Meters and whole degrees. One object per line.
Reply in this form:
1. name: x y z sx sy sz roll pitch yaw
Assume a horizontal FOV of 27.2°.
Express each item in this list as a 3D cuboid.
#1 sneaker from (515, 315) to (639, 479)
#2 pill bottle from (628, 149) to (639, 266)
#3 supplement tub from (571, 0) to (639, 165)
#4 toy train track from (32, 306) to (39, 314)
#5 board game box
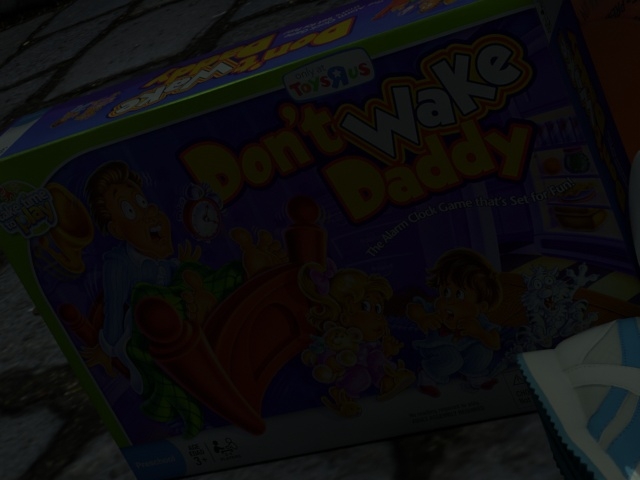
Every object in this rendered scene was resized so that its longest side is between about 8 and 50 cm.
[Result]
1. sneaker: 0.156 0.095 0.570 0.092 0.087 0.228 -23 24 2
2. pill bottle: 0.250 -0.019 0.627 0.187 0.112 0.112 -10 22 -4
3. supplement tub: 0.167 -0.139 0.930 0.194 0.193 0.316 -23 23 7
4. toy train track: -0.220 0.047 1.165 0.083 0.014 0.048 -17 24 19
5. board game box: 0.000 0.000 0.749 0.347 0.233 0.078 -15 24 25
